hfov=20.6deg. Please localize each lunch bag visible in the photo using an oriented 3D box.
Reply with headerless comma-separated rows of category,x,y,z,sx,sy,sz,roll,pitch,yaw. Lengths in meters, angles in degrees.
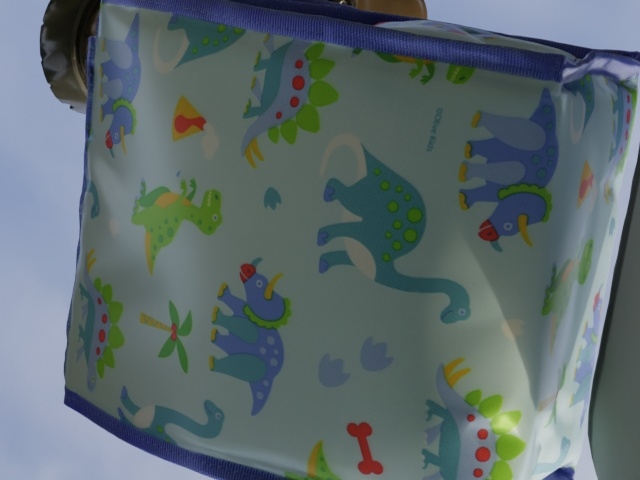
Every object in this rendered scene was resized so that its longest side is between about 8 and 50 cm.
lunch bag,0.000,0.000,0.480,0.151,0.096,0.128,11,-81,23

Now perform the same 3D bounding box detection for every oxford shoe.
oxford shoe,-0.012,-0.089,0.805,0.096,0.227,0.082,6,-74,38

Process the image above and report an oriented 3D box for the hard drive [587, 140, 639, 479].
hard drive,0.245,-0.041,0.385,0.353,0.233,0.047,-8,-134,-9
